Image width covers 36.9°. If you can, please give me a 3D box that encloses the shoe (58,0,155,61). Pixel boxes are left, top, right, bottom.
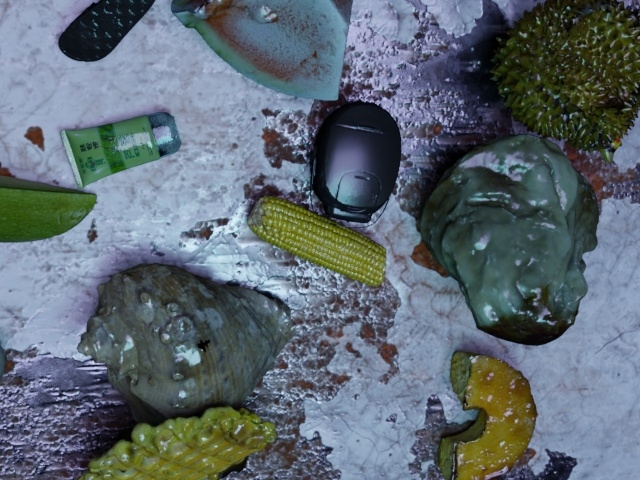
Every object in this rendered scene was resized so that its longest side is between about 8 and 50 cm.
[{"bbox_3d":[-0.315,-0.337,1.440,0.179,0.049,0.071,-36,121,19],"label":"shoe"}]

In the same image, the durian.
[{"bbox_3d":[0.417,-0.268,1.547,0.293,0.258,0.258,23,96,-27],"label":"durian"}]

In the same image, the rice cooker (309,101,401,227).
[{"bbox_3d":[0.053,-0.122,1.541,0.142,0.118,0.203,11,99,-16],"label":"rice cooker"}]

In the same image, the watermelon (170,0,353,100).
[{"bbox_3d":[-0.040,-0.330,1.424,0.320,0.213,0.290,-29,110,-17],"label":"watermelon"}]

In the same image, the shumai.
[{"bbox_3d":[0.326,0.022,1.527,0.309,0.263,0.304,3,130,-9],"label":"shumai"}]

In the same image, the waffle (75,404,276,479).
[{"bbox_3d":[-0.232,0.351,1.525,0.307,0.060,0.312,7,142,-41],"label":"waffle"}]

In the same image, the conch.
[{"bbox_3d":[-0.203,0.185,1.513,0.352,0.210,0.297,3,116,-12],"label":"conch"}]

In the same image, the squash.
[{"bbox_3d":[-0.523,-0.055,1.464,0.288,0.203,0.111,3,103,-50],"label":"squash"}]

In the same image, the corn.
[{"bbox_3d":[0.000,0.000,1.575,0.248,0.081,0.081,24,96,-17],"label":"corn"}]

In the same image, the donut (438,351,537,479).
[{"bbox_3d":[0.301,0.319,1.709,0.152,0.101,0.259,5,100,-15],"label":"donut"}]

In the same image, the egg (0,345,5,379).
[{"bbox_3d":[-0.549,0.202,1.476,0.135,0.103,0.103,-40,108,0],"label":"egg"}]

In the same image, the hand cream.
[{"bbox_3d":[-0.305,-0.147,1.487,0.175,0.046,0.095,-17,108,-8],"label":"hand cream"}]
